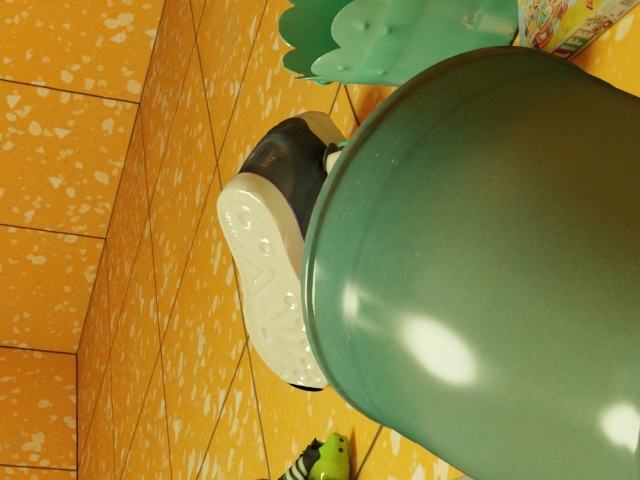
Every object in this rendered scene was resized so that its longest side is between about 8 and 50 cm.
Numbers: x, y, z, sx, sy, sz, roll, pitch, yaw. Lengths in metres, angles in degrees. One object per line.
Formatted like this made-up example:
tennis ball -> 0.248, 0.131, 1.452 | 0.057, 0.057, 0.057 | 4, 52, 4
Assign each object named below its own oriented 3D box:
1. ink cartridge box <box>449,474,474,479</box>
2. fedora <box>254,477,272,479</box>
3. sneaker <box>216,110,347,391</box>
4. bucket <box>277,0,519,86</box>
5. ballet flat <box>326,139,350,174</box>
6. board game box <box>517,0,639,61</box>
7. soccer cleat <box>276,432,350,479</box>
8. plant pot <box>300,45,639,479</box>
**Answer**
ink cartridge box -> 0.069, 0.305, 0.788 | 0.289, 0.121, 0.211 | -52, 9, -35
fedora -> -0.015, 0.345, 1.283 | 0.079, 0.194, 0.194 | -31, 42, 20
sneaker -> -0.001, 0.000, 1.434 | 0.236, 0.130, 0.323 | -50, -46, -42
bucket -> 0.082, -0.281, 1.155 | 0.281, 0.183, 0.281 | -171, 90, -72
ballet flat -> 0.089, -0.051, 1.126 | 0.400, 0.139, 0.139 | 165, 112, -78
board game box -> 0.215, -0.214, 0.972 | 0.154, 0.026, 0.103 | 137, 138, -62
soccer cleat -> -0.011, 0.284, 1.403 | 0.179, 0.060, 0.072 | -41, 34, 54
plant pot -> 0.165, 0.045, 0.671 | 0.255, 0.271, 0.272 | 34, 115, 55
